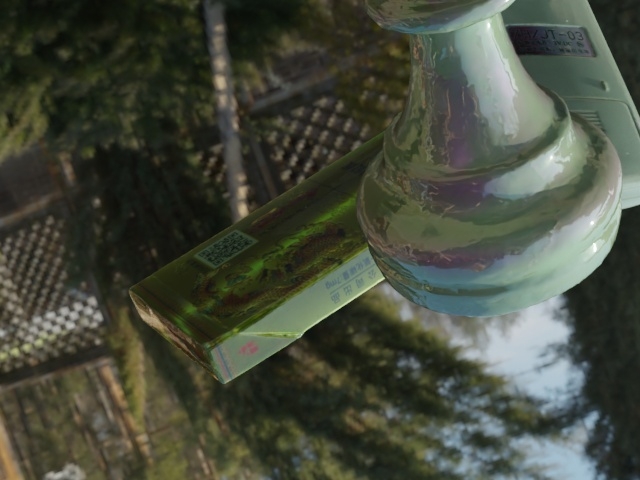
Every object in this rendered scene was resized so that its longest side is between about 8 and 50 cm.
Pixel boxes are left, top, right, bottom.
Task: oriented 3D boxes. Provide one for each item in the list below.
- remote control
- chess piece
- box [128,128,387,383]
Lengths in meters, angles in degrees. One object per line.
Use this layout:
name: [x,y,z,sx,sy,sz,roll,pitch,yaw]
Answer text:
remote control: [0.222,-0.149,1.057,0.140,0.296,0.056,-2,144,-13]
chess piece: [0.064,-0.106,0.523,0.139,0.271,0.139,-10,-145,8]
box: [0.000,0.000,0.967,0.311,0.043,0.173,-33,-152,-20]
